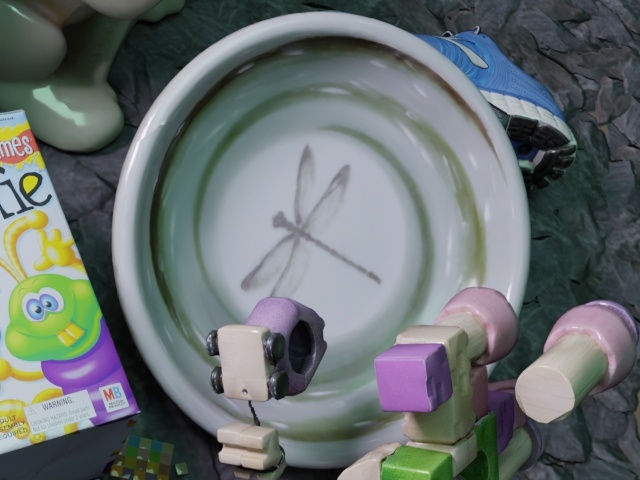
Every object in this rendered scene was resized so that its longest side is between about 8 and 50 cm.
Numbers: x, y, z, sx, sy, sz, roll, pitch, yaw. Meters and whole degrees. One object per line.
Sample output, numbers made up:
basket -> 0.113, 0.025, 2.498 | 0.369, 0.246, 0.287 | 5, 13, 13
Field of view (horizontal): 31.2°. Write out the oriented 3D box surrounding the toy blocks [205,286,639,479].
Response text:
toy blocks -> 0.115, 0.175, 0.950 | 0.260, 0.308, 0.289 | -24, 112, -58

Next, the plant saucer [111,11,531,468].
plant saucer -> 0.000, 0.000, 1.041 | 0.400, 0.100, 0.401 | 0, 90, -23

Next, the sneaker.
sneaker -> 0.125, -0.170, 1.272 | 0.329, 0.130, 0.147 | 22, 38, -16

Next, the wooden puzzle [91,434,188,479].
wooden puzzle -> -0.152, 0.189, 0.962 | 0.083, 0.006, 0.049 | 16, 54, -16

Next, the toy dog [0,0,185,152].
toy dog -> -0.232, -0.353, 1.011 | 0.395, 0.408, 0.285 | 32, 51, -5

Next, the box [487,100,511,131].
box -> 0.076, -0.106, 1.168 | 0.180, 0.147, 0.078 | 30, 45, -5

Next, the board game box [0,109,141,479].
board game box -> -0.265, 0.057, 0.901 | 0.142, 0.144, 0.275 | -14, 67, -29
